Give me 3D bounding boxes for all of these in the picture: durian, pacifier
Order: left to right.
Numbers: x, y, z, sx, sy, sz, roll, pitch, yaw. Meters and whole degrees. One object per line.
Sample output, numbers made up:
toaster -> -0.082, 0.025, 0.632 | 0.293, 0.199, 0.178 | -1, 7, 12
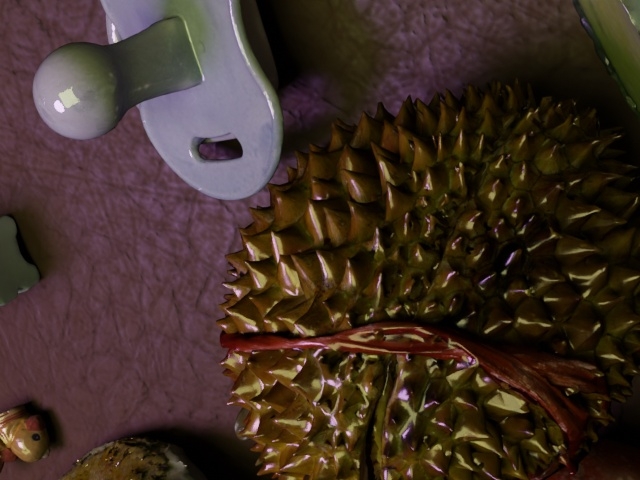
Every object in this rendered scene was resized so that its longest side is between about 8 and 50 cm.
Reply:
pacifier -> -0.159, -0.155, 1.215 | 0.238, 0.226, 0.287 | 2, 112, 46
durian -> 0.089, 0.057, 1.097 | 0.348, 0.384, 0.347 | 30, 151, 19

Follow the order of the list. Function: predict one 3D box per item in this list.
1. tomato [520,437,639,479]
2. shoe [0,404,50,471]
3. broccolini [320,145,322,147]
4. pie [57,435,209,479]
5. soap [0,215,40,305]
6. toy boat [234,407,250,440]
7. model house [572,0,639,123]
tomato -> 0.227, 0.289, 1.200 | 0.270, 0.227, 0.270 | 5, 140, 5
shoe -> -0.357, 0.232, 1.564 | 0.109, 0.072, 0.069 | -25, 86, -7
broccolini -> 0.007, 0.000, 1.301 | 0.052, 0.054, 0.194 | 6, 116, 4
pie -> -0.228, 0.347, 1.435 | 0.371, 0.296, 0.078 | -30, 132, 30
soap -> -0.454, 0.065, 1.488 | 0.265, 0.160, 0.087 | -17, 101, 32
toy boat -> -0.002, 0.211, 1.371 | 0.185, 0.075, 0.077 | 33, 113, 14
model house -> 0.316, -0.185, 1.034 | 0.211, 0.170, 0.194 | -31, 88, 5
